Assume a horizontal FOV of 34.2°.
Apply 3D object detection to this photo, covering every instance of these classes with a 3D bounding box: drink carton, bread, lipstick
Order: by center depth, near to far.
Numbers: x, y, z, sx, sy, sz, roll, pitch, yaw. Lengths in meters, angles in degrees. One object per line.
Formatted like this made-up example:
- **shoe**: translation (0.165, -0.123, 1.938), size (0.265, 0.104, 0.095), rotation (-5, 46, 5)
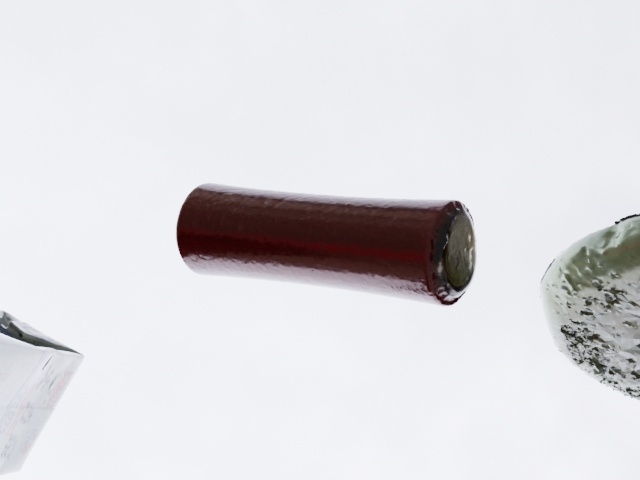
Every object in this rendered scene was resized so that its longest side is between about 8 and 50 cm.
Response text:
- **bread**: translation (0.288, 0.067, 0.762), size (0.267, 0.267, 0.041), rotation (28, -121, -12)
- **lipstick**: translation (0.000, 0.000, 0.799), size (0.080, 0.241, 0.080), rotation (-15, -72, -56)
- **drink carton**: translation (-0.294, 0.118, 0.832), size (0.106, 0.315, 0.131), rotation (29, -98, 6)
